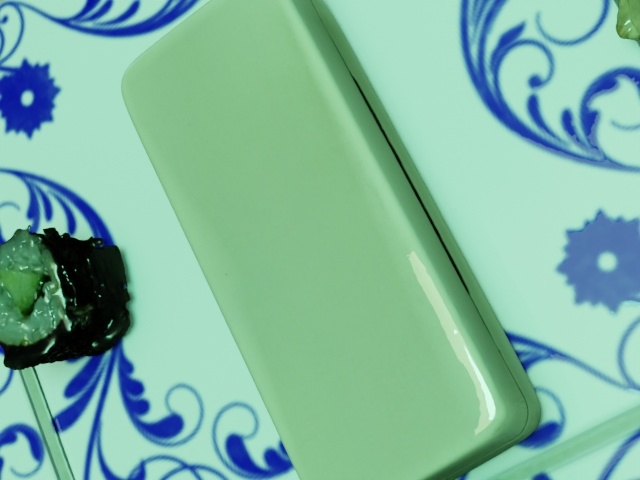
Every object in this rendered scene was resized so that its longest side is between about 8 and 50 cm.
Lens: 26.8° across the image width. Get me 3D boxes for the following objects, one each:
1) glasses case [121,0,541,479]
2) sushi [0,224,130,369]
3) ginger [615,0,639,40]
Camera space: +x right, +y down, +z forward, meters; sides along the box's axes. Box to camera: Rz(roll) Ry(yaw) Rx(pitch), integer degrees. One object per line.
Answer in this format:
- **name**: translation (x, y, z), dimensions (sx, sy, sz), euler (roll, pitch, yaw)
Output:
- **glasses case**: translation (0.000, 0.000, 0.844), dimensions (0.144, 0.076, 0.336), euler (-33, 71, 21)
- **sushi**: translation (-0.191, 0.042, 0.933), dimensions (0.098, 0.084, 0.094), euler (-27, 76, 26)
- **ginger**: translation (0.229, -0.184, 0.765), dimensions (0.069, 0.051, 0.173), euler (44, 106, 21)
